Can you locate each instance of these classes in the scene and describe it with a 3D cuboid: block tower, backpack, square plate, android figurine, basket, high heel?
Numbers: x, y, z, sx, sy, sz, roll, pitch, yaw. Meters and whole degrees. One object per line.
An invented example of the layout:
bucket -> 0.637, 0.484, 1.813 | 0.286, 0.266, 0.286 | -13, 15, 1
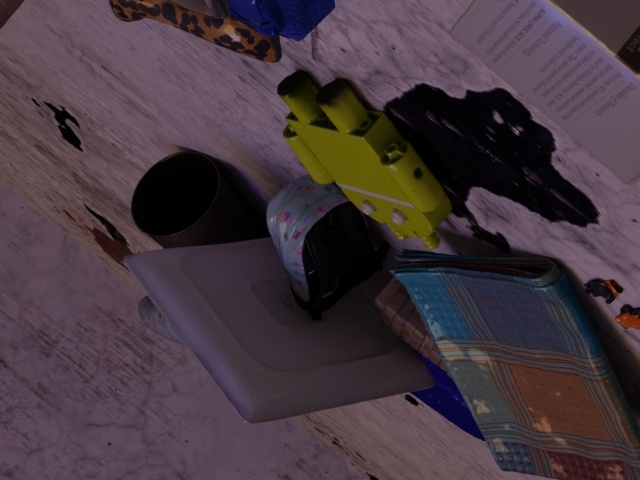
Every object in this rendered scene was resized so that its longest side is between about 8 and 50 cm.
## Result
block tower -> 0.230, 0.160, 2.185 | 0.335, 0.091, 0.097 | 38, 164, 8
backpack -> 0.000, 0.000, 2.194 | 0.115, 0.152, 0.182 | 34, 158, 32
square plate -> -0.051, 0.101, 2.259 | 0.347, 0.344, 0.049 | 49, 130, 34
android figurine -> 0.057, -0.091, 1.958 | 0.248, 0.056, 0.273 | 20, 153, 51
backpack -> -0.047, -0.259, 1.643 | 0.098, 0.101, 0.120 | 40, 170, 28
basket -> -0.163, -0.008, 2.542 | 0.227, 0.154, 0.204 | 47, 174, -37
high heel -> -0.151, -0.253, 1.900 | 0.186, 0.093, 0.261 | 49, 154, -9

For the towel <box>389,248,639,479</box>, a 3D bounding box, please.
towel -> 0.260, 0.170, 2.023 | 0.271, 0.040, 0.370 | 3, 130, 47

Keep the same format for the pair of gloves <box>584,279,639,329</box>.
pair of gloves -> 0.339, 0.074, 1.836 | 0.083, 0.010, 0.074 | 43, 165, -8

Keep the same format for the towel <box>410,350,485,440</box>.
towel -> 0.217, 0.221, 2.415 | 0.228, 0.076, 0.308 | 41, 165, -1

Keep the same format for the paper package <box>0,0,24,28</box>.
paper package -> -0.537, -0.451, 2.103 | 0.325, 0.168, 0.309 | 27, 160, 45

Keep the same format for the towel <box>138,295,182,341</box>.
towel -> -0.077, 0.151, 2.459 | 0.374, 0.090, 0.320 | 15, 173, -15

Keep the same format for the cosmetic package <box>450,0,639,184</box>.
cosmetic package -> 0.223, -0.166, 1.165 | 0.184, 0.151, 0.151 | 39, 164, 0
